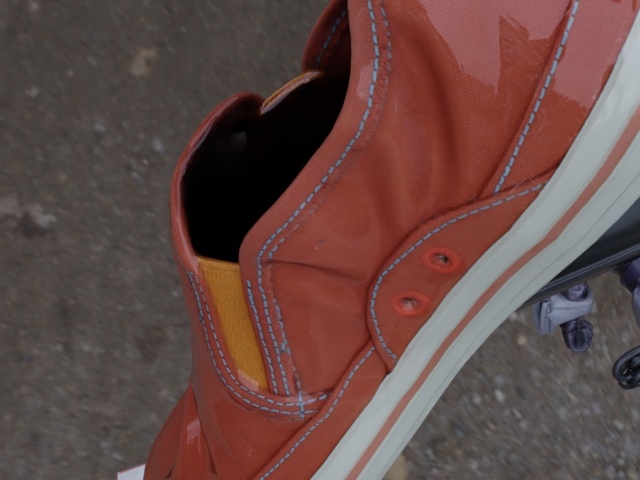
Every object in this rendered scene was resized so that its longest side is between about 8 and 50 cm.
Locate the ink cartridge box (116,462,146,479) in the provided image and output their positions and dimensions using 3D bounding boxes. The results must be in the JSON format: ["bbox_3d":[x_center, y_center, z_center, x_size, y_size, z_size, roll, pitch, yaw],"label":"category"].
[{"bbox_3d":[-0.079,0.258,1.407,0.115,0.198,0.067,-21,48,21],"label":"ink cartridge box"}]

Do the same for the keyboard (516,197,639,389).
[{"bbox_3d":[0.178,-0.011,0.859,0.317,0.033,0.201,-23,54,-10],"label":"keyboard"}]

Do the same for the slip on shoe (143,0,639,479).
[{"bbox_3d":[0.000,0.000,0.484,0.101,0.331,0.123,22,52,-9],"label":"slip on shoe"}]

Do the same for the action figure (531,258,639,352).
[{"bbox_3d":[0.253,0.038,1.149,0.185,0.099,0.285,-31,59,-7],"label":"action figure"}]
